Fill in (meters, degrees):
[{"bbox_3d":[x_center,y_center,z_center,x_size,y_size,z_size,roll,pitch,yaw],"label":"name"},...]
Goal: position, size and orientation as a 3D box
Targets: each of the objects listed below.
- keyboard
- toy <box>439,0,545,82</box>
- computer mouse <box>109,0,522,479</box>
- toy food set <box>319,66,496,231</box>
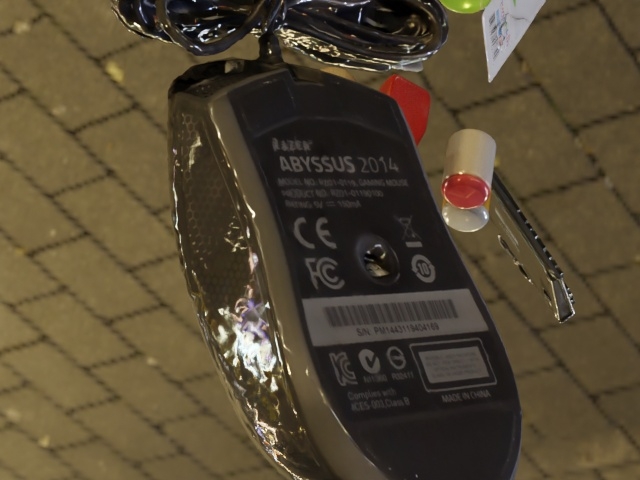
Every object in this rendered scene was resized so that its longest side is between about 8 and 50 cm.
[{"bbox_3d":[0.177,-0.007,1.382,0.023,0.180,0.108,-26,144,-3],"label":"keyboard"},{"bbox_3d":[0.114,-0.213,1.034,0.056,0.237,0.137,-2,118,19],"label":"toy"},{"bbox_3d":[0.000,0.000,0.635,0.188,0.272,0.072,5,150,-41],"label":"computer mouse"},{"bbox_3d":[0.047,-0.054,1.223,0.232,0.104,0.111,27,142,-22],"label":"toy food set"}]
